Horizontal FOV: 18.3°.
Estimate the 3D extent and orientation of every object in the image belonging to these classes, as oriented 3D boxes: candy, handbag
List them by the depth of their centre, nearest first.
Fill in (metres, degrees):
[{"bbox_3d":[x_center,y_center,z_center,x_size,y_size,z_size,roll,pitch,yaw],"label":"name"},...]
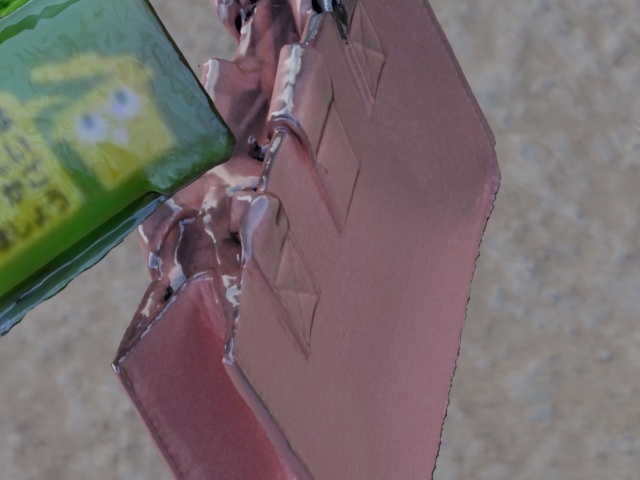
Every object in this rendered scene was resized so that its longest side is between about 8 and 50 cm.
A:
[{"bbox_3d":[-0.102,-0.037,0.530,0.097,0.194,0.062,-37,113,-10],"label":"candy"},{"bbox_3d":[0.000,0.000,0.671,0.059,0.157,0.212,-5,48,24],"label":"handbag"}]
